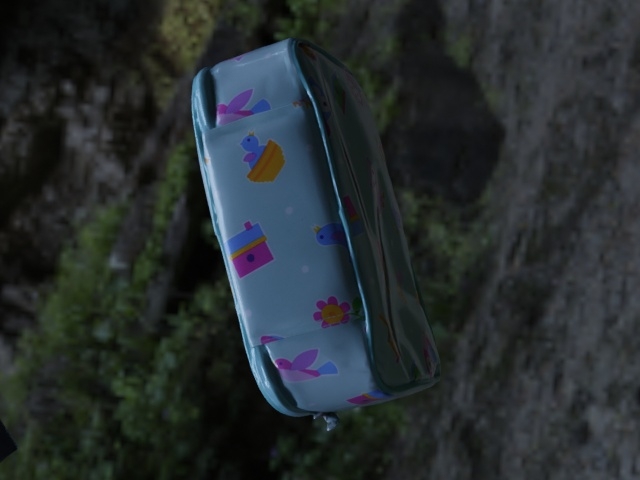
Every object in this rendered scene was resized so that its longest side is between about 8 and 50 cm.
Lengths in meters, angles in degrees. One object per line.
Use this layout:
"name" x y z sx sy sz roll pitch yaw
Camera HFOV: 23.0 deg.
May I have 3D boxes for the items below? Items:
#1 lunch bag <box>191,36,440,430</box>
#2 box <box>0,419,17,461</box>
"lunch bag" 0.000 0.000 1.182 0.224 0.107 0.279 11 -116 -76
"box" -0.396 0.173 1.464 0.158 0.156 0.093 -38 -30 -15
